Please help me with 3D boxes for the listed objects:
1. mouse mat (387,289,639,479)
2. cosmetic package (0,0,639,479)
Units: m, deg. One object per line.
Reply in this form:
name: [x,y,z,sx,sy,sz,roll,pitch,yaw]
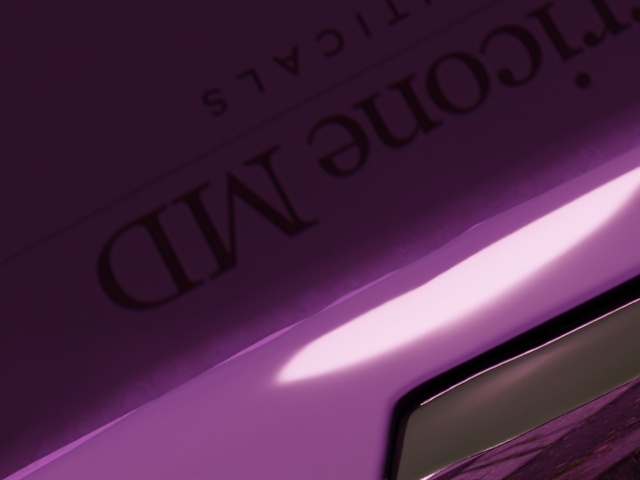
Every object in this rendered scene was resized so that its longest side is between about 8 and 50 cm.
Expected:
mouse mat: [0.110,0.041,0.748,0.190,0.007,0.152,-24,163,-9]
cosmetic package: [-0.033,-0.115,0.763,0.329,0.393,0.327,-28,163,-1]
